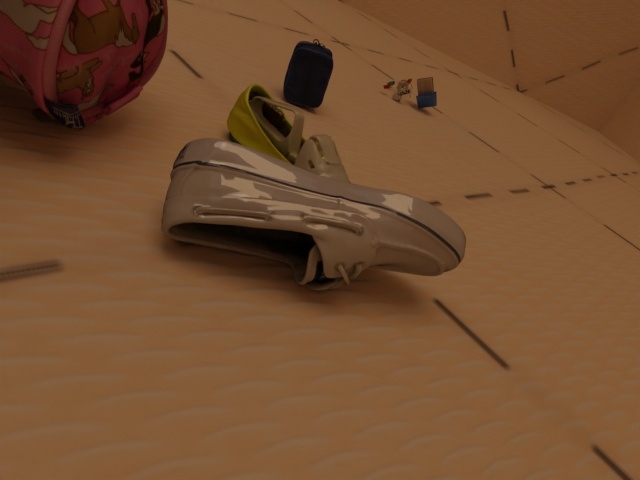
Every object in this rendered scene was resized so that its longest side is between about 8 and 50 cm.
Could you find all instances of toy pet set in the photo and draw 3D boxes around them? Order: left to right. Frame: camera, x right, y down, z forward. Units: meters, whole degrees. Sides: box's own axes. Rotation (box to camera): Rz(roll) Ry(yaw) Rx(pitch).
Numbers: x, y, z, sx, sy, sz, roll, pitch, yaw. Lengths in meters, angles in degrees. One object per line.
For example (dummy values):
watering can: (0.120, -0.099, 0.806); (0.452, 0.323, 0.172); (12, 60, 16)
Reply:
toy pet set: (0.211, -0.340, 1.136); (0.114, 0.065, 0.122); (-2, 21, 17)

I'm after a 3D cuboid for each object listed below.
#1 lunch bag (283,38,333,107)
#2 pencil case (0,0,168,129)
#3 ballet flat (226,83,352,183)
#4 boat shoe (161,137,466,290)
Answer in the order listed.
lunch bag: (-0.019, -0.267, 0.772); (0.067, 0.099, 0.065); (16, 29, -11)
pencil case: (-0.330, -0.239, 0.404); (0.385, 0.167, 0.160); (27, 8, -1)
ballet flat: (-0.026, -0.092, 0.518); (0.077, 0.077, 0.231); (-7, 45, -46)
boat shoe: (0.000, 0.000, 0.405); (0.257, 0.095, 0.084); (15, 63, -10)
